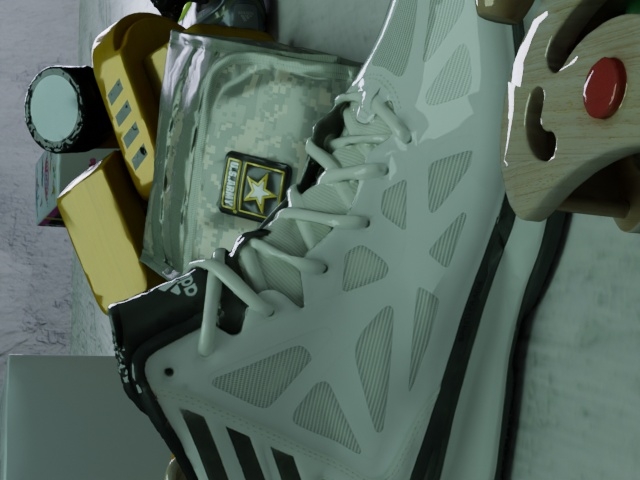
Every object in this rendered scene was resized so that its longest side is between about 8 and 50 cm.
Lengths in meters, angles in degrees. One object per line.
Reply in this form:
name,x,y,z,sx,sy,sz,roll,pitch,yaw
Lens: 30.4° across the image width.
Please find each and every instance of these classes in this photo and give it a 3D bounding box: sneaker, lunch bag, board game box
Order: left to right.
board game box,-0.255,-0.071,1.568,0.303,0.224,0.097,162,109,-71
sneaker,-0.136,-0.223,1.417,0.300,0.111,0.121,121,142,-59
lunch bag,-0.043,-0.055,1.040,0.287,0.169,0.235,27,111,61
sneaker,0.000,0.001,0.752,0.169,0.258,0.447,-144,58,-68

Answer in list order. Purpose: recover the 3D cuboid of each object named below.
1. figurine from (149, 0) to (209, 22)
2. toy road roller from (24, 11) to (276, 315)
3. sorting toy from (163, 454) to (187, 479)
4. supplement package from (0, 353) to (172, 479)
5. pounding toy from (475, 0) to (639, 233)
figurine,-0.146,-0.353,1.251,0.215,0.092,0.209,-14,105,46
toy road roller,-0.140,-0.088,1.251,0.241,0.202,0.329,-27,79,33
sorting toy,-0.102,0.231,1.175,0.038,0.208,0.193,37,135,20
supplement package,-0.230,0.248,1.337,0.145,0.262,0.204,126,143,-59
pounding toy,0.126,-0.075,0.544,0.269,0.155,0.154,-138,56,-66
